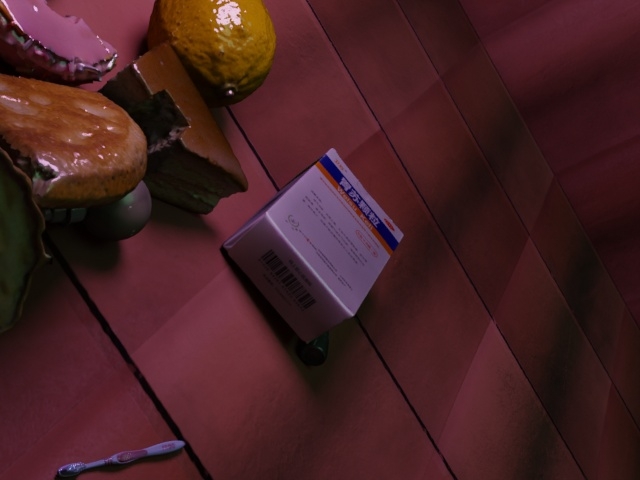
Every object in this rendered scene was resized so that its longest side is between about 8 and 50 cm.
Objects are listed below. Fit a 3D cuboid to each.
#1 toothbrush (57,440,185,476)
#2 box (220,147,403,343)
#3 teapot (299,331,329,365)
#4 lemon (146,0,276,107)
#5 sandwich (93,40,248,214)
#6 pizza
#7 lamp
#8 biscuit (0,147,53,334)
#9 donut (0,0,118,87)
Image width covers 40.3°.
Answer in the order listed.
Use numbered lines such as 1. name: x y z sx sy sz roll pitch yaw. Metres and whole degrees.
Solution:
1. toothbrush: -0.219 0.246 0.991 0.193 0.019 0.013 5 63 -57
2. box: 0.000 0.000 1.389 0.200 0.106 0.299 50 32 -7
3. teapot: -0.001 0.146 1.373 0.043 0.043 0.110 51 31 -22
4. lemon: -0.163 -0.299 1.307 0.192 0.192 0.231 20 46 -50
5. sandwich: -0.203 -0.135 1.193 0.235 0.122 0.128 56 29 -14
6. pizza: -0.273 -0.100 0.972 0.268 0.087 0.258 34 22 35
7. lamp: -0.286 -0.040 1.049 0.163 0.091 0.091 -9 75 -41
8. biscuit: -0.361 0.048 0.769 0.274 0.036 0.187 -33 130 -20
9. donut: -0.367 -0.300 1.102 0.199 0.085 0.232 1 68 -57
